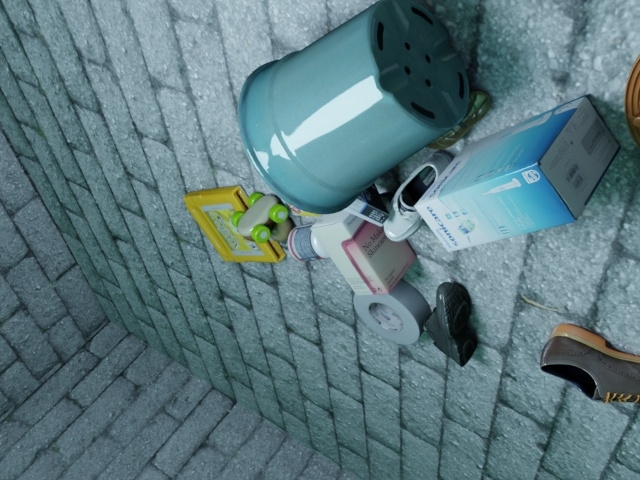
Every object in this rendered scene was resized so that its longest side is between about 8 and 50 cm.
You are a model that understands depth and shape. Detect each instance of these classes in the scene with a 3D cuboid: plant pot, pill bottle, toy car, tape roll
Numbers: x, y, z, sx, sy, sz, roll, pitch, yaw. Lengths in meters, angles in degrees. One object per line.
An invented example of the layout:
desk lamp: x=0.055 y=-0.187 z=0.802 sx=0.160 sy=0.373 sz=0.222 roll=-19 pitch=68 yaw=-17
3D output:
plant pot: x=0.073 y=-0.263 z=1.230 sx=0.341 sy=0.341 sz=0.334 roll=51 pitch=139 yaw=-13
pill bottle: x=0.000 y=0.000 z=1.803 sx=0.180 sy=0.108 sz=0.108 roll=-10 pitch=121 yaw=53
toy car: x=-0.141 y=-0.028 z=1.910 sx=0.155 sy=0.149 sz=0.188 roll=31 pitch=167 yaw=50
tape roll: x=0.203 y=0.195 z=1.849 sx=0.219 sy=0.072 sz=0.219 roll=28 pitch=146 yaw=21

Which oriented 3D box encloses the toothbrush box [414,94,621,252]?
toothbrush box: x=0.349 y=-0.112 z=1.181 sx=0.126 sy=0.216 sz=0.295 roll=52 pitch=147 yaw=-14

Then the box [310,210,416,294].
box: x=0.112 y=0.006 z=1.648 sx=0.126 sy=0.149 sz=0.232 roll=-8 pitch=123 yaw=51

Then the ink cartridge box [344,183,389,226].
ink cartridge box: x=0.044 y=-0.140 z=1.481 sx=0.206 sy=0.208 sz=0.045 roll=22 pitch=119 yaw=-33

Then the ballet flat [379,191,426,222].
ballet flat: x=0.233 y=-0.078 z=1.514 sx=0.249 sy=0.058 sz=0.084 roll=6 pitch=112 yaw=36

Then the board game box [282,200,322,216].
board game box: x=-0.048 y=-0.116 z=1.794 sx=0.154 sy=0.026 sz=0.104 roll=4 pitch=132 yaw=45

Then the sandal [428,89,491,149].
sandal: x=0.266 y=-0.240 z=1.286 sx=0.072 sy=0.049 sz=0.180 roll=43 pitch=134 yaw=-11

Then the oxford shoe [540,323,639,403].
oxford shoe: x=0.665 y=0.323 z=1.434 sx=0.363 sy=0.133 sz=0.130 roll=23 pitch=143 yaw=28

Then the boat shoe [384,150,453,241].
boat shoe: x=0.199 y=-0.089 z=1.436 sx=0.095 sy=0.084 sz=0.258 roll=40 pitch=131 yaw=17

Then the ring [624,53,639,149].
ring: x=0.623 y=-0.190 z=0.962 sx=0.336 sy=0.032 sz=0.337 roll=28 pitch=146 yaw=21

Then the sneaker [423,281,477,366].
sneaker: x=0.327 y=0.216 z=1.715 sx=0.130 sy=0.109 sz=0.286 roll=23 pitch=142 yaw=39

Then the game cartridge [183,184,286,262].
game cartridge: x=-0.292 y=-0.044 z=2.126 sx=0.323 sy=0.053 sz=0.285 roll=-3 pitch=127 yaw=48
